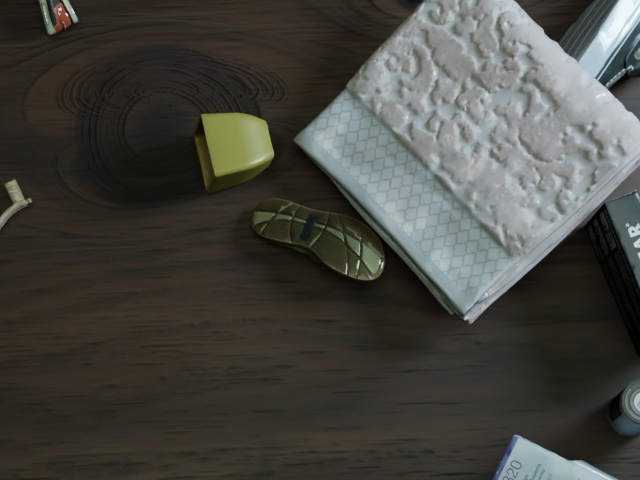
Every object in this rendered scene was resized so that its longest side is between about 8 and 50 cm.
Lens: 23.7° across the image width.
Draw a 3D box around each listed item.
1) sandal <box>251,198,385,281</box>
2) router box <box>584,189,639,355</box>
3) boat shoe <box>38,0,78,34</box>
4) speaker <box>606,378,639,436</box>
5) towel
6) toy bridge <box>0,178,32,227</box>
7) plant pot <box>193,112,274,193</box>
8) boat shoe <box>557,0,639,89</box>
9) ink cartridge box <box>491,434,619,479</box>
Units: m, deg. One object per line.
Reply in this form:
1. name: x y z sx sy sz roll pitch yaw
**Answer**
1. sandal: 0.000 0.000 1.877 0.180 0.049 0.072 21 72 18
2. router box: 0.379 0.042 1.828 0.046 0.133 0.179 -20 80 -4
3. boat shoe: -0.356 -0.326 1.936 0.043 0.049 0.137 -29 85 -5
4. speaker: 0.371 0.198 1.794 0.055 0.136 0.055 -1 78 3
5. towel: 0.176 -0.121 1.835 0.317 0.053 0.332 -45 73 8
6. toy bridge: -0.442 -0.011 1.877 0.188 0.026 0.063 -25 82 -6
7. plant pot: -0.104 -0.112 1.881 0.083 0.081 0.081 -10 78 -14
8. boat shoe: 0.389 -0.254 1.897 0.119 0.121 0.335 39 88 -14
9. ink cartridge box: 0.298 0.433 1.752 0.330 0.071 0.324 27 90 5
